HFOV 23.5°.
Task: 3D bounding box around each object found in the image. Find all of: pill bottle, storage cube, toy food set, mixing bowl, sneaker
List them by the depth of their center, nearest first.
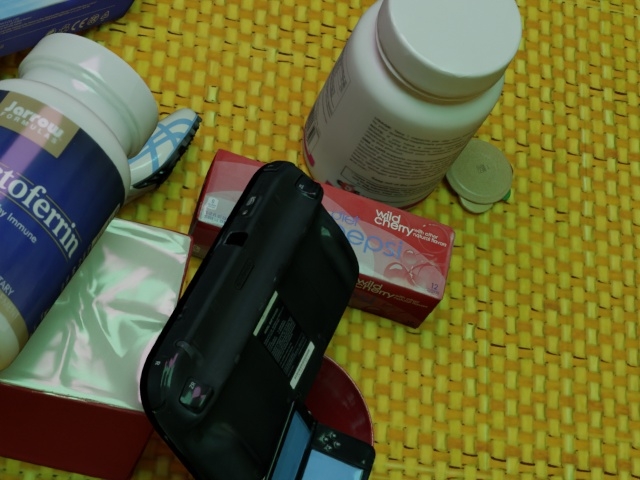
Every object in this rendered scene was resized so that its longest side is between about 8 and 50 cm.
[{"bbox_3d":[-0.250,-0.036,1.262,0.153,0.153,0.265,31,61,-1],"label":"pill bottle"},{"bbox_3d":[-0.232,0.091,1.405,0.214,0.193,0.184,14,62,-9],"label":"storage cube"},{"bbox_3d":[-0.050,0.194,1.463,0.181,0.098,0.181,7,63,-14],"label":"mixing bowl"},{"bbox_3d":[-0.211,-0.069,1.548,0.086,0.085,0.237,46,60,2],"label":"sneaker"},{"bbox_3d":[0.091,-0.153,1.564,0.160,0.283,0.160,7,64,-14],"label":"pill bottle"},{"bbox_3d":[0.175,-0.075,1.703,0.082,0.020,0.083,-31,77,-27],"label":"toy food set"}]

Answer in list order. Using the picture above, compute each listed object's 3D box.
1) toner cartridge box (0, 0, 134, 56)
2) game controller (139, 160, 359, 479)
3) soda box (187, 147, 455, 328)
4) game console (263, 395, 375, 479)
[{"bbox_3d":[-0.339,-0.269,1.535,0.165,0.075,0.348,50,38,7],"label":"toner cartridge box"},{"bbox_3d":[-0.055,0.076,1.384,0.067,0.166,0.319,-2,41,30],"label":"game controller"},{"bbox_3d":[0.000,0.000,1.579,0.263,0.083,0.092,18,62,-7],"label":"soda box"},{"bbox_3d":[-0.004,0.216,1.364,0.107,0.071,0.122,24,69,-11],"label":"game console"}]
